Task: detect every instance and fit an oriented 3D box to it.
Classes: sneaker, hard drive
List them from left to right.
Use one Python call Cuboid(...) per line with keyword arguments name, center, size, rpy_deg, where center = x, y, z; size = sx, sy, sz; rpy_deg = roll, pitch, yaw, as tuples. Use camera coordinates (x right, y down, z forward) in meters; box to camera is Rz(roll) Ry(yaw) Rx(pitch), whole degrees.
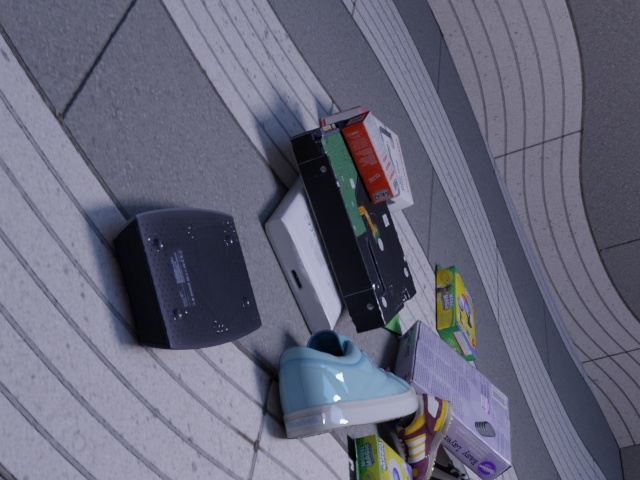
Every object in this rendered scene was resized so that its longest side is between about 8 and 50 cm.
Cuboid(name="hard drive", center=(-0.158, 0.048, 1.300), size=(0.255, 0.054, 0.172), rpy_deg=(-5, 78, -70))
Cuboid(name="hard drive", center=(0.000, 0.000, 1.784), size=(0.203, 0.040, 0.307), rpy_deg=(67, 20, -17))
Cuboid(name="sneaker", center=(0.048, 0.203, 1.607), size=(0.366, 0.135, 0.150), rpy_deg=(13, 65, -69))
Cuboid(name="hard drive", center=(0.060, -0.034, 1.817), size=(0.237, 0.064, 0.339), rpy_deg=(-35, 107, -69))
Cuboid(name="sneaker", center=(0.161, 0.348, 1.849), size=(0.069, 0.084, 0.185), rpy_deg=(-100, -152, -78))
Cuboid(name="sneaker", center=(0.267, 0.443, 1.962), size=(0.094, 0.153, 0.235), rpy_deg=(33, 44, -62))

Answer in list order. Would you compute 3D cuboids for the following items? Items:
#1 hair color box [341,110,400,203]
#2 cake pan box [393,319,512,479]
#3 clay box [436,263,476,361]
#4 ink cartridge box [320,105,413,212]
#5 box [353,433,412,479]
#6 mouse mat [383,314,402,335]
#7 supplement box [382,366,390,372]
Cuboid(name="hair color box", center=(0.087, -0.142, 1.823), size=(0.141, 0.043, 0.072), rpy_deg=(65, 21, -16))
Cuboid(name="cake pan box", center=(0.246, 0.291, 1.996), size=(0.246, 0.070, 0.267), rpy_deg=(42, 21, -10))
Cuboid(name="clay box", center=(0.312, 0.159, 2.468), size=(0.222, 0.053, 0.127), rpy_deg=(-83, 150, -47))
Cuboid(name="ink cartridge box", center=(0.094, -0.150, 2.087), size=(0.218, 0.092, 0.158), rpy_deg=(27, 49, -66))
Cuboid(name="box", center=(0.102, 0.386, 1.735), size=(0.179, 0.043, 0.105), rpy_deg=(46, 32, -48))
Cuboid(name="mouse mat", center=(0.116, 0.085, 2.076), size=(0.152, 0.007, 0.189), rpy_deg=(32, 46, -61))
Cuboid(name="supplement box", center=(0.103, 0.265, 1.835), size=(0.055, 0.043, 0.083), rpy_deg=(-13, 87, -70))
